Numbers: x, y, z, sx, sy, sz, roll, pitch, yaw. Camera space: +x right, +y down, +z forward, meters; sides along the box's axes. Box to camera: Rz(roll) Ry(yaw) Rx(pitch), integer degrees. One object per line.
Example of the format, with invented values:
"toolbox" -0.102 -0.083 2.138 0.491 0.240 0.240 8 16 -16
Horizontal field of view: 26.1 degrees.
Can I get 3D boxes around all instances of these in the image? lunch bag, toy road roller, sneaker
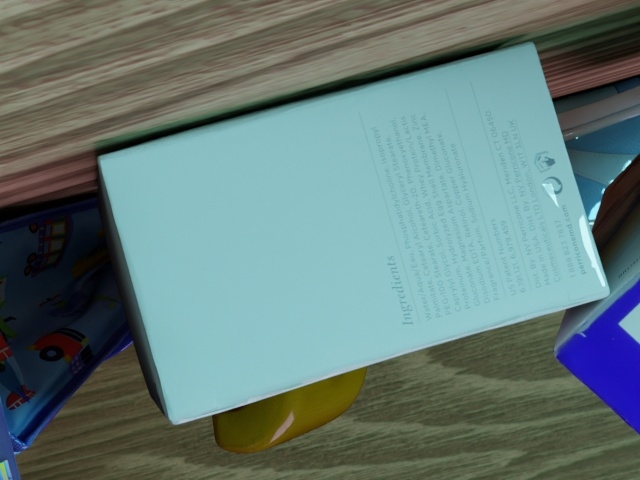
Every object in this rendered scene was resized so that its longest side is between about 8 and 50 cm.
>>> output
"lunch bag" -0.210 0.055 0.927 0.221 0.138 0.293 -33 -176 36
"toy road roller" 0.001 0.076 1.316 0.330 0.240 0.202 -3 -173 35
"sneaker" 0.287 -0.038 1.223 0.319 0.208 0.127 -16 178 3

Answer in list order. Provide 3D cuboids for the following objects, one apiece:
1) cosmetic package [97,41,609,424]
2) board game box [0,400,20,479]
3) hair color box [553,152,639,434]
"cosmetic package" 0.000 0.000 0.756 0.225 0.138 0.224 -17 179 -10
"board game box" -0.213 0.058 0.620 0.170 0.141 0.048 -15 179 44
"hair color box" 0.250 -0.018 0.810 0.185 0.110 0.339 -48 178 22
